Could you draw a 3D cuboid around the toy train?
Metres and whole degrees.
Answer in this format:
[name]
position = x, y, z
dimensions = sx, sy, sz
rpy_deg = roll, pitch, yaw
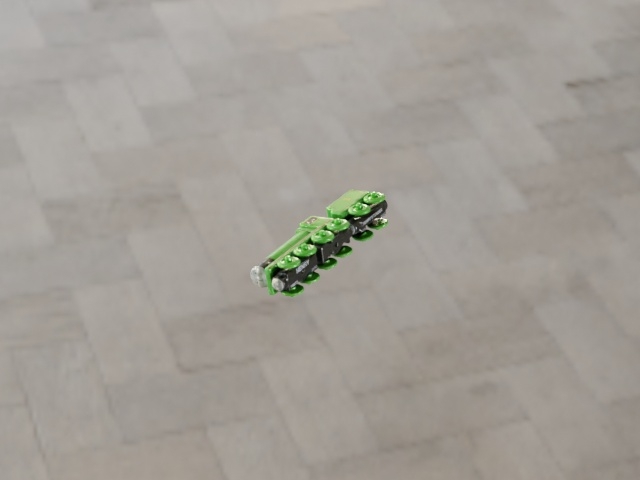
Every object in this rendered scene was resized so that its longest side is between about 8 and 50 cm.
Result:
[toy train]
position = 0.000, 0.000, 0.679
dimensions = 0.024, 0.017, 0.083
rpy_deg = 8, 28, 32
